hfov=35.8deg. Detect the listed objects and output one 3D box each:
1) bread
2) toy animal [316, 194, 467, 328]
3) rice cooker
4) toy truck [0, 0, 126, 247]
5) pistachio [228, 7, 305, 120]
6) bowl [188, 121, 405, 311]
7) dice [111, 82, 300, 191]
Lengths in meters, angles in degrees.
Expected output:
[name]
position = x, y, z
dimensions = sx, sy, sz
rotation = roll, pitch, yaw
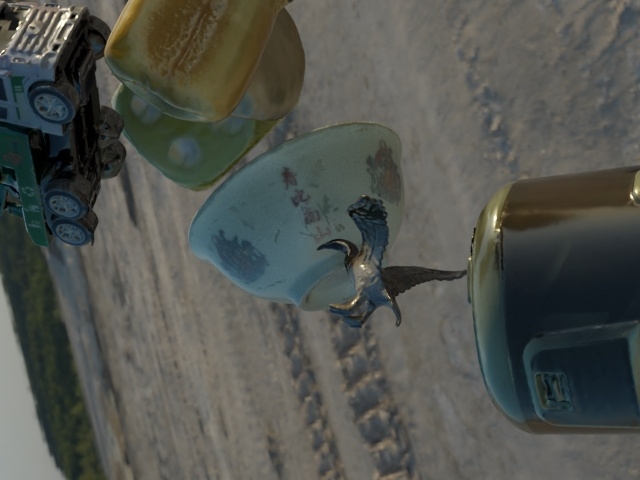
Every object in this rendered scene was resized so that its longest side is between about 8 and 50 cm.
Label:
[bread]
position = -0.114, -0.191, 0.918
dimensions = 0.085, 0.134, 0.173
rotation = 106, -172, -70
[toy animal]
position = 0.059, 0.040, 1.402
dimensions = 0.272, 0.197, 0.160
rotation = 51, -131, -44
[rice cooker]
position = 0.362, 0.075, 1.152
dimensions = 0.335, 0.325, 0.335
rotation = -5, -90, -66
[toy truck]
position = -0.361, -0.136, 1.285
dimensions = 0.363, 0.177, 0.177
rotation = 103, 179, -50
[pistachio]
position = -0.109, -0.225, 1.117
dimensions = 0.223, 0.152, 0.126
rotation = 47, 180, -24
[bowl]
position = 0.000, 0.000, 1.767
dimensions = 0.196, 0.434, 0.435
rotation = 62, 160, 22
[dice]
position = -0.192, -0.241, 1.683
dimensions = 0.233, 0.238, 0.227
rotation = 45, -157, -7
